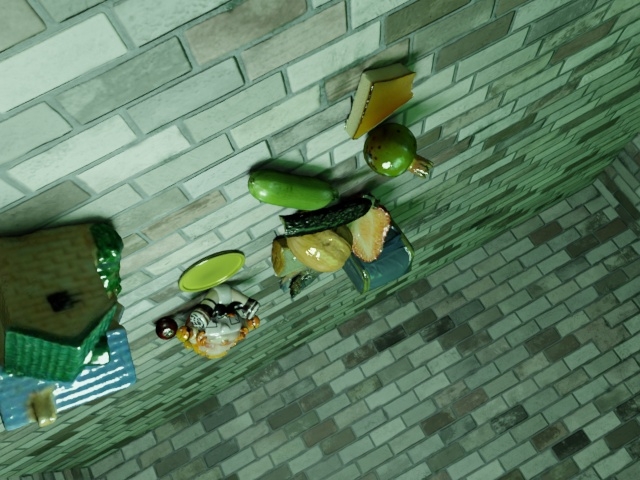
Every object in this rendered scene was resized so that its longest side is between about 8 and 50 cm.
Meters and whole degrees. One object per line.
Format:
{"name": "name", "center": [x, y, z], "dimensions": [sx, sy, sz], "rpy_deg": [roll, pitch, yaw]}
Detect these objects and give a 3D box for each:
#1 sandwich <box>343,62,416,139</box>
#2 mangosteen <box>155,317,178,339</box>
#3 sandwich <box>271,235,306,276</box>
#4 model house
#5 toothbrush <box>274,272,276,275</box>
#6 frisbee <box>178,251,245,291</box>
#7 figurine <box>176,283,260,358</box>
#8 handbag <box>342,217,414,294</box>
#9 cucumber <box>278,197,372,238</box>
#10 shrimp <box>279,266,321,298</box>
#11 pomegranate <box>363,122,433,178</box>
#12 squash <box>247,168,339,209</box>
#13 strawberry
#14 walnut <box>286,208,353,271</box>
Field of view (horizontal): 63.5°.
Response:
{"name": "sandwich", "center": [0.155, -0.347, 1.288], "dimensions": [0.162, 0.058, 0.193], "rpy_deg": [-21, 156, -25]}
{"name": "mangosteen", "center": [-0.556, 0.316, 1.866], "dimensions": [0.081, 0.081, 0.081], "rpy_deg": [-26, 160, -11]}
{"name": "sandwich", "center": [-0.053, 0.029, 1.859], "dimensions": [0.251, 0.087, 0.226], "rpy_deg": [-22, 159, -22]}
{"name": "model house", "center": [-0.574, 0.203, 1.176], "dimensions": [0.335, 0.342, 0.382], "rpy_deg": [-14, 154, -35]}
{"name": "toothbrush", "center": [-0.059, 0.072, 2.050], "dimensions": [0.276, 0.019, 0.025], "rpy_deg": [-26, 155, -11]}
{"name": "frisbee", "center": [-0.359, 0.103, 1.711], "dimensions": [0.236, 0.017, 0.236], "rpy_deg": [-27, 160, -11]}
{"name": "figurine", "center": [-0.386, 0.307, 1.908], "dimensions": [0.320, 0.196, 0.323], "rpy_deg": [-2, 142, -34]}
{"name": "handbag", "center": [0.207, 0.051, 2.014], "dimensions": [0.241, 0.263, 0.222], "rpy_deg": [-24, 153, -13]}
{"name": "cucumber", "center": [0.024, -0.070, 1.560], "dimensions": [0.303, 0.081, 0.072], "rpy_deg": [-13, 178, -20]}
{"name": "shrimp", "center": [-0.091, 0.158, 2.112], "dimensions": [0.178, 0.075, 0.289], "rpy_deg": [-4, 154, -43]}
{"name": "pomegranate", "center": [0.214, -0.240, 1.445], "dimensions": [0.159, 0.205, 0.159], "rpy_deg": [-61, 180, 0]}
{"name": "squash", "center": [-0.063, -0.136, 1.436], "dimensions": [0.101, 0.101, 0.379], "rpy_deg": [-41, 159, 27]}
{"name": "strawberry", "center": [0.148, -0.061, 1.812], "dimensions": [0.188, 0.106, 0.286], "rpy_deg": [-15, 128, -9]}
{"name": "walnut", "center": [0.000, 0.000, 1.671], "dimensions": [0.193, 0.226, 0.193], "rpy_deg": [-49, -166, 17]}
